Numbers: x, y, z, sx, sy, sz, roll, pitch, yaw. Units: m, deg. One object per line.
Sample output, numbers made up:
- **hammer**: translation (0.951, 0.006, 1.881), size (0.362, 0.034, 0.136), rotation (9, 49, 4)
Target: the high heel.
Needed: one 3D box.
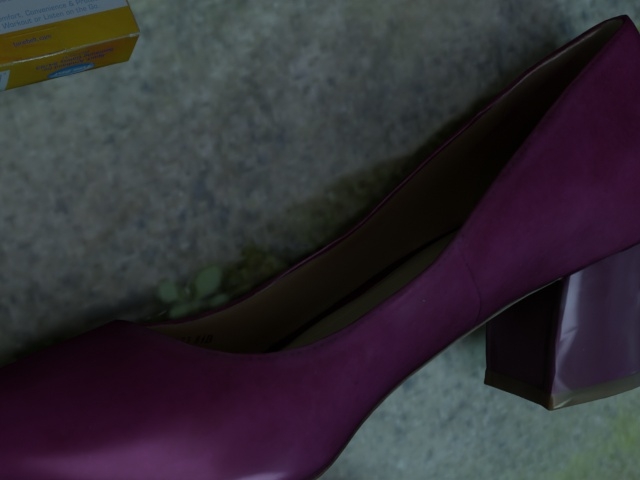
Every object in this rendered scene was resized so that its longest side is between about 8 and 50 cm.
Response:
- **high heel**: translation (0.000, 0.000, 0.577), size (0.377, 0.127, 0.181), rotation (-9, 102, -36)

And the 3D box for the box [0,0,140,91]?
- **box**: translation (-0.131, -0.123, 0.507), size (0.081, 0.028, 0.136), rotation (-17, 75, -24)
